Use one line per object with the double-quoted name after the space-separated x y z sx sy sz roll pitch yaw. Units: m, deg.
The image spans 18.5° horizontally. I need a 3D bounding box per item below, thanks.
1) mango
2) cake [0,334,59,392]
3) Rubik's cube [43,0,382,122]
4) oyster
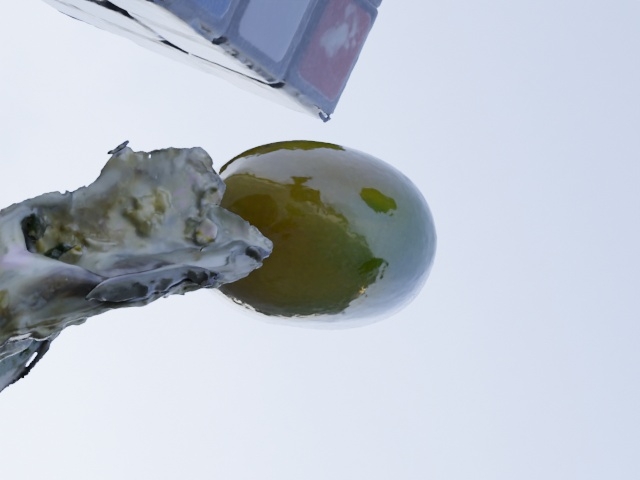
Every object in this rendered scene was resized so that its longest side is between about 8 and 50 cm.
0.000 0.000 1.259 0.156 0.251 0.114 -9 -96 10 "mango"
-0.340 0.024 1.361 0.158 0.172 0.283 20 -23 38 "cake"
-0.126 -0.351 1.698 0.363 0.359 0.362 21 -1 24 "Rubik's cube"
-0.119 0.016 0.884 0.061 0.200 0.106 92 -14 -52 "oyster"
